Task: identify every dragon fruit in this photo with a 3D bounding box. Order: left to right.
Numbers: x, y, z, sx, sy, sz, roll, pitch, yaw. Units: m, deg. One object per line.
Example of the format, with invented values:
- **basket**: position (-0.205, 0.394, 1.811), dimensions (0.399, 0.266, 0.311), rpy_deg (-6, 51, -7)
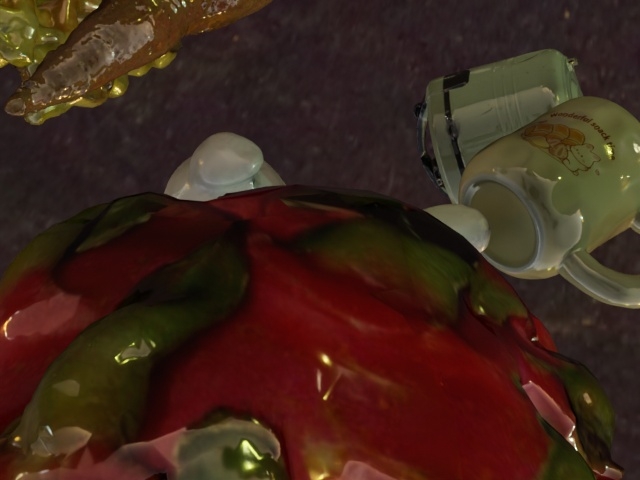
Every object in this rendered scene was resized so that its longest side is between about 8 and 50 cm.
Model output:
- **dragon fruit**: position (-0.026, 0.125, 0.404), dimensions (0.237, 0.302, 0.231), rpy_deg (30, 138, -28)

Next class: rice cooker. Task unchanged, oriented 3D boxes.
- **rice cooker**: position (0.257, -0.143, 1.963), dimensions (0.244, 0.226, 0.226), rpy_deg (-16, 119, 15)

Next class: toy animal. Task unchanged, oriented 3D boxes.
- **toy animal**: position (-0.002, 0.006, 1.637), dimensions (0.367, 0.196, 0.241), rpy_deg (18, 142, 16)

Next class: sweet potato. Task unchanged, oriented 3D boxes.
- **sweet potato**: position (-0.091, -0.133, 0.778), dimensions (0.068, 0.226, 0.068), rpy_deg (29, 136, 32)

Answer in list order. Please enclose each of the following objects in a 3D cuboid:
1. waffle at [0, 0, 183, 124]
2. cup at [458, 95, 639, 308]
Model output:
- **waffle**: position (-0.190, -0.232, 0.961), dimensions (0.058, 0.281, 0.301), rpy_deg (-15, 93, 29)
- **cup**: position (0.301, -0.025, 1.681), dimensions (0.255, 0.202, 0.173), rpy_deg (59, 148, 1)
